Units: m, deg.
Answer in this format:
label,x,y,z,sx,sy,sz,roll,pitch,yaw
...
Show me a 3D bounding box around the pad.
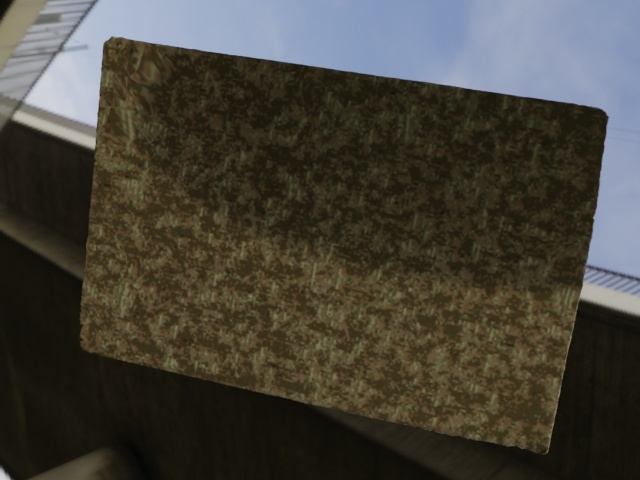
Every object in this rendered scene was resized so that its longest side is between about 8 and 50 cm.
label,x,y,z,sx,sy,sz,roll,pitch,yaw
pad,0.000,0.000,0.405,0.235,0.003,0.158,10,-78,13
